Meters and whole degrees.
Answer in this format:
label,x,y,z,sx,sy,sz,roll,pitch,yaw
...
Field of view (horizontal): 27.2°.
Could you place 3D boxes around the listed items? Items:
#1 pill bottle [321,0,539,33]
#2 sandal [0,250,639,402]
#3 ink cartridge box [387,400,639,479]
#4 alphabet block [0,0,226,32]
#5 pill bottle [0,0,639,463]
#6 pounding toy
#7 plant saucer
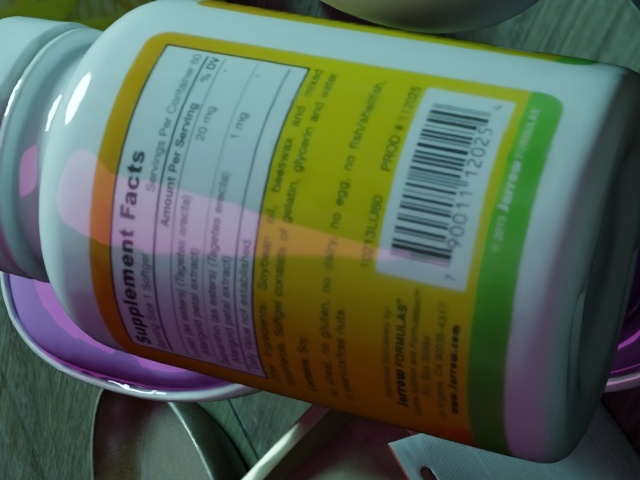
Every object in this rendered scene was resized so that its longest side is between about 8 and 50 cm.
label,x,y,z,sx,sy,sz,roll,pitch,yaw
pill bottle,0.093,-0.225,0.368,0.361,0.204,0.204,-48,58,56
sandal,-0.023,-0.001,0.610,0.416,0.102,0.169,-6,96,35
ink cartridge box,0.087,0.107,0.587,0.063,0.115,0.029,59,145,32
alphabet block,-0.184,-0.208,0.885,0.197,0.192,0.193,47,140,42
pill bottle,-0.014,-0.014,0.484,0.245,0.136,0.136,13,116,21
pounding toy,0.020,0.153,0.678,0.130,0.141,0.100,44,-179,40
plant saucer,-0.106,0.250,1.056,0.310,0.050,0.311,28,123,54
